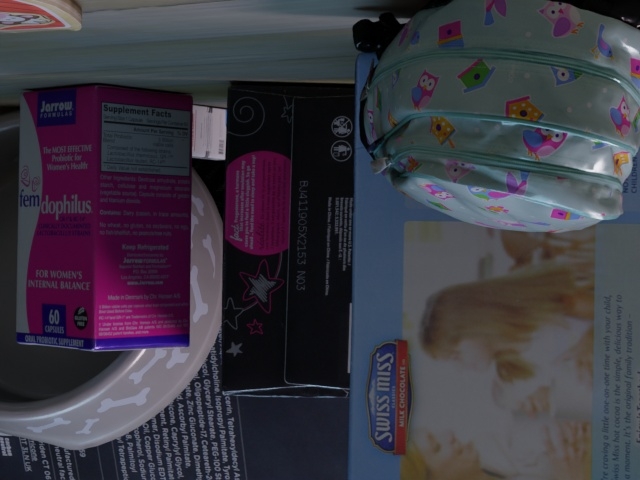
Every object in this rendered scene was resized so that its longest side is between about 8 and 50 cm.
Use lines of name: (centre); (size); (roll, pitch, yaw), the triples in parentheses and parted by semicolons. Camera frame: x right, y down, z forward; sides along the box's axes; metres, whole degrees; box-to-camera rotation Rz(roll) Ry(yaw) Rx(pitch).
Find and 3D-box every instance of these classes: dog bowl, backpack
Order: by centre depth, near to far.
backpack: (0.094, -0.063, 0.666); (0.151, 0.115, 0.182); (4, 177, -5)
dog bowl: (-0.269, 0.029, 1.353); (0.348, 0.349, 0.102); (1, 168, 14)

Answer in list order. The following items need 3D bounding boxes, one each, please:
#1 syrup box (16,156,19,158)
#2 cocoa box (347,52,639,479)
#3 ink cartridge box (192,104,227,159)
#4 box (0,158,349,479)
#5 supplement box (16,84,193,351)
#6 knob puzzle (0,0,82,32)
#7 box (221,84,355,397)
syrup box: (-0.461, -0.089, 1.575); (0.236, 0.093, 0.096); (1, -179, 17)
cocoa box: (0.148, 0.054, 0.928); (0.231, 0.347, 0.228); (1, 180, 13)
ink cartridge box: (-0.118, -0.103, 1.308); (0.028, 0.048, 0.083); (1, 179, 39)
box: (-0.097, 0.085, 1.634); (0.471, 0.297, 0.480); (0, -159, 15)
supplement box: (-0.185, -0.019, 1.190); (0.111, 0.220, 0.114); (0, 178, 43)
knob puzzle: (-0.211, -0.111, 0.690); (0.213, 0.030, 0.213); (1, 180, 0)
box: (0.000, 0.000, 1.155); (0.163, 0.247, 0.142); (1, -178, -3)
